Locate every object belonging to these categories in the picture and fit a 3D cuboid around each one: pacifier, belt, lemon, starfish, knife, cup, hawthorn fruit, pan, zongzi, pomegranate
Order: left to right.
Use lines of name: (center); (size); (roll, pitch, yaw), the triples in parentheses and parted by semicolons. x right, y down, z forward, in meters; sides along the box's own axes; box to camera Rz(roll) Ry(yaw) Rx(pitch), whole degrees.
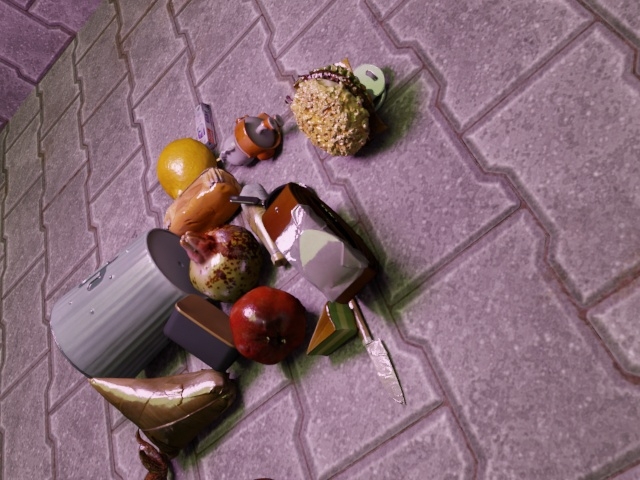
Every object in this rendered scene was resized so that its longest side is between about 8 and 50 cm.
cup: (-0.539, 0.153, 1.832); (0.392, 0.310, 0.401); (-40, 50, 15)
starfish: (-0.418, 0.592, 1.638); (0.056, 0.213, 0.238); (-22, 95, 3)
zongzi: (-0.393, 0.369, 1.602); (0.274, 0.300, 0.145); (-43, 13, 17)
lemon: (-0.411, -0.214, 1.971); (0.186, 0.186, 0.244); (-26, 54, 32)
pomegranate: (-0.271, 0.043, 1.668); (0.214, 0.248, 0.214); (-24, 49, 31)
hawthorn fruit: (-0.130, 0.193, 1.528); (0.185, 0.185, 0.202); (-57, 27, 5)
pan: (-0.127, -0.099, 1.686); (0.235, 0.028, 0.136); (5, 56, 13)
belt: (0.000, 0.000, 1.455); (0.122, 0.217, 0.339); (-50, 47, 13)
pacifier: (0.099, -0.383, 1.628); (0.150, 0.116, 0.127); (-44, 72, 13)
knife: (0.115, 0.228, 1.382); (0.047, 0.017, 0.298); (-39, 48, 17)

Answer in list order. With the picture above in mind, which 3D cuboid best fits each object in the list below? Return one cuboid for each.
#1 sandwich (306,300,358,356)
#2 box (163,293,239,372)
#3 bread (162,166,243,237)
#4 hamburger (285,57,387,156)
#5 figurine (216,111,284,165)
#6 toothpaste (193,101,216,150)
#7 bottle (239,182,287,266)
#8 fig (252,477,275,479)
sandwich: (0.017, 0.200, 1.435); (0.116, 0.074, 0.074); (-45, 50, 33)
box: (-0.285, 0.235, 1.613); (0.201, 0.144, 0.090); (34, 102, 3)
bread: (-0.341, -0.096, 1.876); (0.241, 0.136, 0.107); (-41, 47, 17)
hamburger: (0.024, -0.314, 1.578); (0.139, 0.243, 0.261); (-46, 21, -30)
figurine: (-0.215, -0.292, 1.860); (0.271, 0.143, 0.143); (-7, 66, 39)
toothpaste: (-0.386, -0.379, 2.129); (0.047, 0.040, 0.196); (-39, 48, 29)
bottle: (-0.148, -0.040, 1.713); (0.083, 0.083, 0.270); (-40, 52, 22)
fig: (-0.108, 0.571, 1.346); (0.202, 0.148, 0.149); (-27, 78, -17)
